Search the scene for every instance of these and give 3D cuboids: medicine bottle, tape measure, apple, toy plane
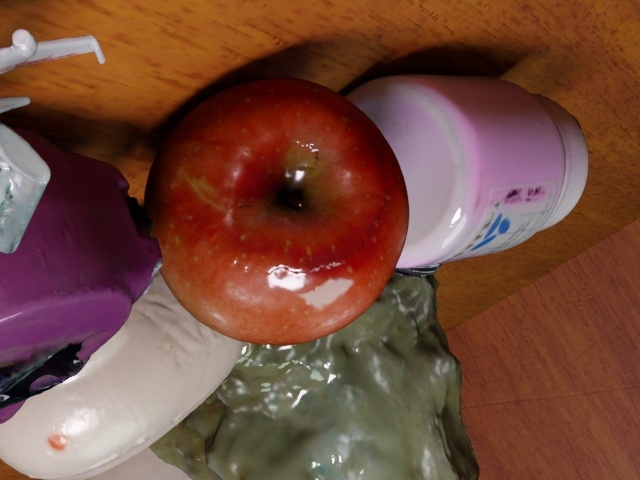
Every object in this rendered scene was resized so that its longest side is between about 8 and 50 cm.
[{"bbox_3d":[0.116,-0.060,1.196,0.152,0.152,0.254,-36,165,28],"label":"medicine bottle"},{"bbox_3d":[-0.215,0.040,0.865,0.231,0.149,0.245,-35,166,35],"label":"tape measure"},{"bbox_3d":[-0.030,-0.015,0.980,0.181,0.181,0.168,-26,164,-13],"label":"apple"},{"bbox_3d":[-0.183,-0.072,0.683,0.162,0.066,0.171,-27,166,-7],"label":"toy plane"}]

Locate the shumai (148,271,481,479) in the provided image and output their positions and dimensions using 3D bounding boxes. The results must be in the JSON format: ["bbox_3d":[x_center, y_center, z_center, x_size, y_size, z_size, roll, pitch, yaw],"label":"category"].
[{"bbox_3d":[-0.009,0.146,1.362,0.397,0.323,0.324,-18,162,-38],"label":"shumai"}]

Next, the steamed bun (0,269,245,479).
[{"bbox_3d":[-0.164,0.072,1.088,0.177,0.131,0.228,1,-145,43],"label":"steamed bun"}]

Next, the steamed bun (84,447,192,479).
[{"bbox_3d":[-0.185,0.253,1.725,0.283,0.177,0.283,-32,165,-10],"label":"steamed bun"}]

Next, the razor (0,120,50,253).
[{"bbox_3d":[-0.265,0.000,0.647,0.277,0.056,0.111,-6,165,-21],"label":"razor"}]

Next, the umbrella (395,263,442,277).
[{"bbox_3d":[0.000,0.000,1.207,0.235,0.059,0.066,10,158,-26],"label":"umbrella"}]
